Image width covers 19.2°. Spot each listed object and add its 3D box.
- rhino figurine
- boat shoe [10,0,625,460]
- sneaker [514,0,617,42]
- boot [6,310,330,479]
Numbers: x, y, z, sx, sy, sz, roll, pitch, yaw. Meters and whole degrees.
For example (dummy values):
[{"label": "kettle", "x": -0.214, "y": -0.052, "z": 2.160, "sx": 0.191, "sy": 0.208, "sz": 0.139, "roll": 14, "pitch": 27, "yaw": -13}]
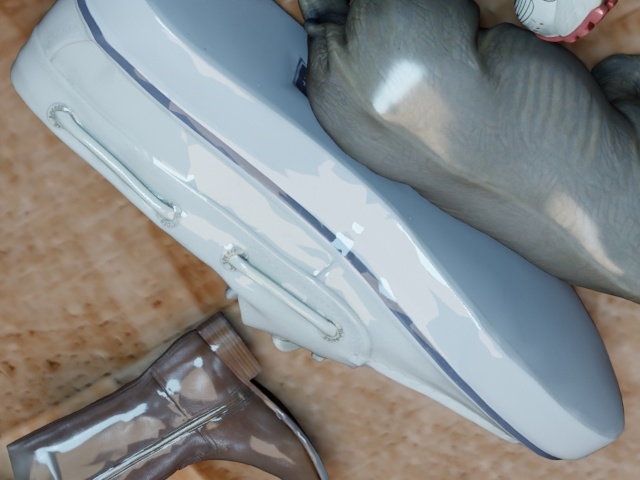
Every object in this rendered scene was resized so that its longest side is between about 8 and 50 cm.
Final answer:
[{"label": "rhino figurine", "x": 0.094, "y": -0.025, "z": 0.680, "sx": 0.243, "sy": 0.106, "sz": 0.073, "roll": 32, "pitch": 120, "yaw": -16}, {"label": "boat shoe", "x": 0.000, "y": 0.000, "z": 0.711, "sx": 0.267, "sy": 0.096, "sz": 0.088, "roll": 39, "pitch": 121, "yaw": -19}, {"label": "sneaker", "x": 0.068, "y": -0.168, "z": 0.585, "sx": 0.092, "sy": 0.088, "sz": 0.225, "roll": 7, "pitch": 123, "yaw": 20}, {"label": "boot", "x": -0.062, "y": 0.100, "z": 0.789, "sx": 0.114, "sy": 0.037, "sz": 0.106, "roll": -35, "pitch": 103, "yaw": -5}]
